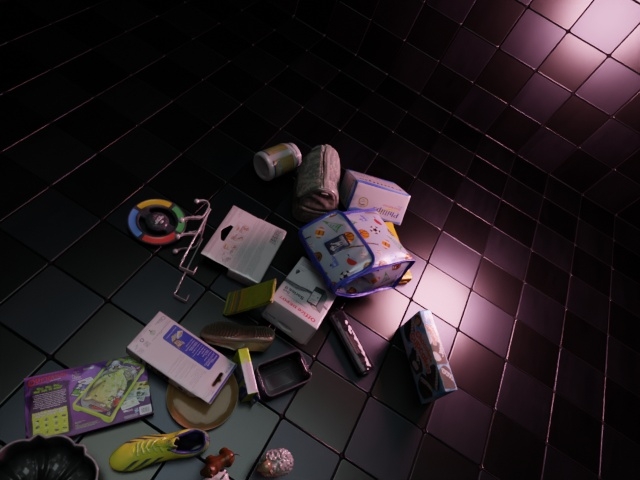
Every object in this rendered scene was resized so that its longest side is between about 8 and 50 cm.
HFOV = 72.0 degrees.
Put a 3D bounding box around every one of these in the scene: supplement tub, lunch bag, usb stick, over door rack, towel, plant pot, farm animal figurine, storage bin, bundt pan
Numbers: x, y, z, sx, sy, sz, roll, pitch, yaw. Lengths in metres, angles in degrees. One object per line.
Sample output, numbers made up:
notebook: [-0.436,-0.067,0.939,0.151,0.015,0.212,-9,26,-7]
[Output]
supplement tub: [-0.205,-0.381,2.113,0.200,0.144,0.144,-30,72,-34]
lunch bag: [0.136,0.048,1.804,0.385,0.239,0.328,-8,51,-33]
usb stick: [0.122,0.406,1.768,0.077,0.045,0.278,-13,63,-36]
lunch bag: [-0.005,-0.260,2.037,0.212,0.256,0.305,13,53,-13]
over door rack: [-0.504,0.031,1.657,0.108,0.239,0.324,13,53,-15]
towel: [-0.267,0.213,1.652,0.021,0.237,0.102,41,40,-41]
plant pot: [-0.399,0.522,1.496,0.236,0.032,0.236,10,55,-14]
farm animal figurine: [-0.231,0.782,1.272,0.327,0.172,0.330,11,65,-22]
storage bin: [-0.139,0.487,1.587,0.180,0.084,0.122,-15,64,-28]
bundt pan: [-0.764,0.702,1.175,0.331,0.124,0.331,11,54,-15]

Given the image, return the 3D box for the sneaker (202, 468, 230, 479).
sneaker: [-0.338,0.744,1.369,0.109,0.040,0.044,2,46,-27]

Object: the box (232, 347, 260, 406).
box: [-0.261,0.478,1.529,0.042,0.109,0.178,-4,59,-28]

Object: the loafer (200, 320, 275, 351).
loafer: [-0.302,0.362,1.603,0.268,0.092,0.102,6,25,0]

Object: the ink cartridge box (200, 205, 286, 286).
ink cartridge box: [-0.317,0.023,1.844,0.261,0.066,0.296,27,52,-2]

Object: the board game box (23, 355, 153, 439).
board game box: [-0.721,0.493,1.383,0.347,0.056,0.208,-7,65,-25]

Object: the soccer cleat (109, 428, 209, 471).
soccer cleat: [-0.483,0.626,1.335,0.289,0.121,0.093,-2,59,-22]

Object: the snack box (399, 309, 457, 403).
snack box: [0.419,0.461,1.754,0.060,0.187,0.322,0,57,-21]

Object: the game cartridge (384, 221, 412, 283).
game cartridge: [0.252,0.056,2.057,0.285,0.052,0.323,0,55,-21]

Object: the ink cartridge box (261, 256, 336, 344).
ink cartridge box: [-0.065,0.231,1.732,0.211,0.121,0.289,33,40,2]

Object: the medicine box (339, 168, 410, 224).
medicine box: [0.244,-0.211,2.086,0.263,0.149,0.289,14,17,-12]

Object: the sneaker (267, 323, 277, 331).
sneaker: [-0.174,0.322,1.703,0.047,0.057,0.119,30,51,4]

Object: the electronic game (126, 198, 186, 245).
electronic game: [-0.663,-0.076,1.790,0.229,0.048,0.229,10,54,-15]

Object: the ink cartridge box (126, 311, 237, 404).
ink cartridge box: [-0.465,0.400,1.487,0.333,0.065,0.165,34,50,3]
